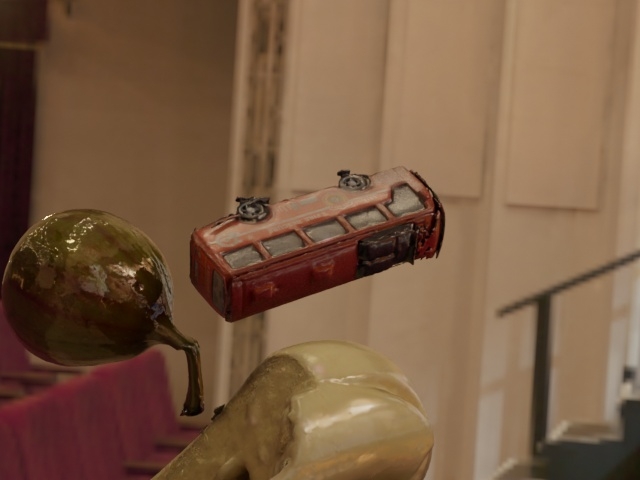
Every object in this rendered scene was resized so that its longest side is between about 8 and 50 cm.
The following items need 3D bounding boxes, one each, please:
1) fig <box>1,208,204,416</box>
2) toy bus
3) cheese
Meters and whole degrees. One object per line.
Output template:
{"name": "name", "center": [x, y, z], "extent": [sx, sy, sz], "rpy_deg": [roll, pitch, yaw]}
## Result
{"name": "fig", "center": [-0.188, 0.055, 1.297], "extent": [0.186, 0.148, 0.142], "rpy_deg": [22, 7, 30]}
{"name": "toy bus", "center": [0.000, 0.000, 1.310], "extent": [0.235, 0.073, 0.096], "rpy_deg": [-16, 42, -24]}
{"name": "cheese", "center": [-0.037, 0.189, 1.129], "extent": [0.233, 0.266, 0.127], "rpy_deg": [-1, 45, -54]}
